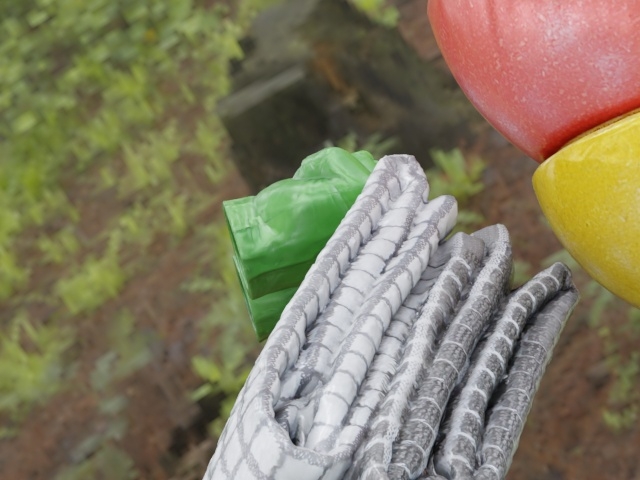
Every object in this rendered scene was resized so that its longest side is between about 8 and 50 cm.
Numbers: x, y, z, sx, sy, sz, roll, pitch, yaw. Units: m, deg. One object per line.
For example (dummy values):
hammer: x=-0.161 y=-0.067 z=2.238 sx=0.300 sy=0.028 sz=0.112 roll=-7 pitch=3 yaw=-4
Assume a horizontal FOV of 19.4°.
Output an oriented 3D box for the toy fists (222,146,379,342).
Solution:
toy fists: x=0.000 y=0.000 z=1.524 sx=0.142 sy=0.096 sz=0.279 roll=-17 pitch=-17 yaw=-5

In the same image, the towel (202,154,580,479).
towel: x=0.014 y=0.124 z=0.897 sx=0.121 sy=0.235 sz=0.284 roll=25 pitch=30 yaw=5

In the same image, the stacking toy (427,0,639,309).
stacking toy: x=0.208 y=-0.079 z=0.943 sx=0.350 sy=0.480 sz=0.350 roll=-17 pitch=-8 yaw=-2
